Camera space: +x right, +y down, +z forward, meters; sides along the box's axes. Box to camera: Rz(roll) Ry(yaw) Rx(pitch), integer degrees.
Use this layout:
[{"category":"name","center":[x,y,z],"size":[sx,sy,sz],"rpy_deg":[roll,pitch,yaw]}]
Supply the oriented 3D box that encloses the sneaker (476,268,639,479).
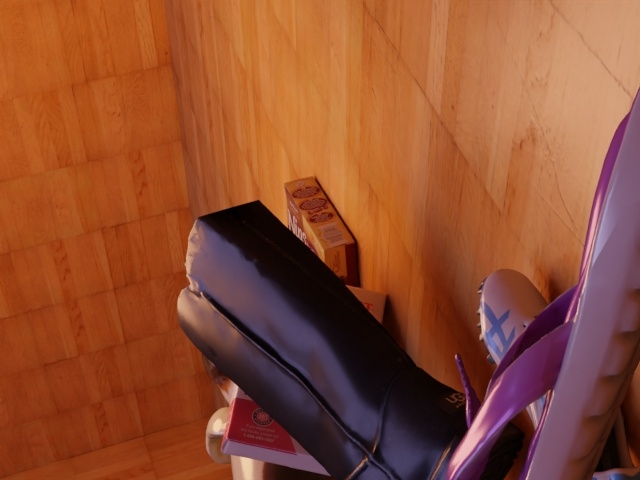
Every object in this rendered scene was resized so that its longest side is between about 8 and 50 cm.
[{"category":"sneaker","center":[0.200,0.115,0.950],"size":[0.086,0.085,0.237],"rpy_deg":[-53,44,40]}]

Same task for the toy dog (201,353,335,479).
[{"category":"toy dog","center":[-0.054,0.292,1.671],"size":[0.395,0.284,0.408],"rpy_deg":[-32,-64,-82]}]

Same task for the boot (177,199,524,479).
[{"category":"boot","center":[-0.018,0.217,1.315],"size":[0.445,0.146,0.367],"rpy_deg":[37,117,29]}]

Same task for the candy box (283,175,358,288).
[{"category":"candy box","center":[0.000,0.000,1.681],"size":[0.187,0.053,0.109],"rpy_deg":[-123,22,-50]}]

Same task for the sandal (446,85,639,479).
[{"category":"sandal","center":[0.139,0.080,0.719],"size":[0.169,0.102,0.416],"rpy_deg":[4,-75,-70]}]

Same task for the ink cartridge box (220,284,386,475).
[{"category":"ink cartridge box","center":[-0.021,0.171,1.503],"size":[0.100,0.172,0.237],"rpy_deg":[113,169,-67]}]
